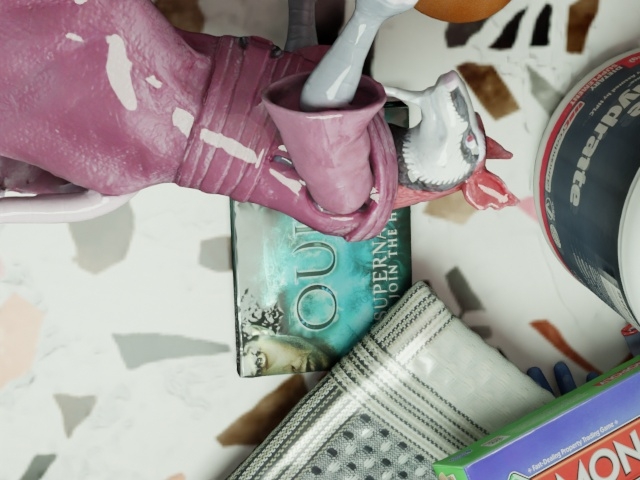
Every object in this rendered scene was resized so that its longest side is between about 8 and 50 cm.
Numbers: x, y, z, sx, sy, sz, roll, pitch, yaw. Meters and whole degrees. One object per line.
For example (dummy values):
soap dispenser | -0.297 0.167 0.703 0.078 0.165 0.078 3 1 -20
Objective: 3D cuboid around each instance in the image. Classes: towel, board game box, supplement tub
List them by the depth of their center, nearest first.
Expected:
supplement tub | 0.261 -0.017 1.074 0.191 0.272 0.191 -3 104 -10
board game box | 0.000 0.000 1.159 0.126 0.026 0.186 -5 105 -9
board game box | 0.251 0.186 1.166 0.317 0.046 0.213 -24 96 -25
towel | 0.080 0.236 1.203 0.324 0.056 0.312 41 98 -20

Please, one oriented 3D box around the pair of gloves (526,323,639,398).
pair of gloves | 0.231 0.138 1.241 0.198 0.023 0.159 -29 109 -1

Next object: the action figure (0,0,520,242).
action figure | -0.062 -0.067 0.993 0.370 0.248 0.275 20 96 -1

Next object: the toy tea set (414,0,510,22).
toy tea set | 0.183 -0.238 1.107 0.336 0.124 0.200 3 74 -8
